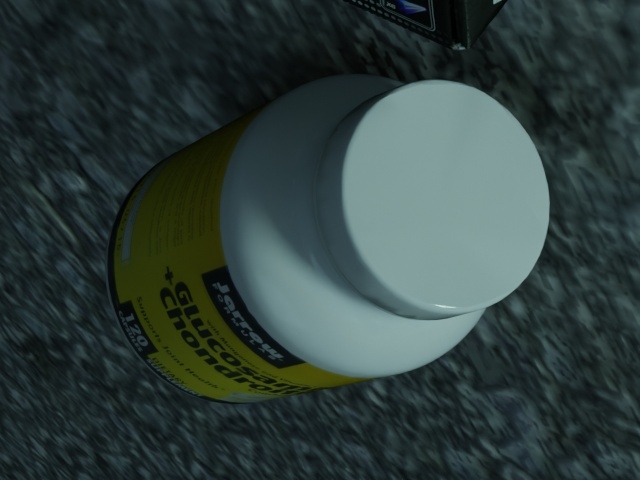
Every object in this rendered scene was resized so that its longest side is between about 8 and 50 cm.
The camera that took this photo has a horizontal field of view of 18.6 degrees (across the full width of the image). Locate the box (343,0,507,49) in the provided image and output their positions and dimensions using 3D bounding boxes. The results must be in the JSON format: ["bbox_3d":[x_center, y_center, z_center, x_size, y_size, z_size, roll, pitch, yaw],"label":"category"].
[{"bbox_3d":[-0.034,-0.155,0.529,0.191,0.045,0.184,27,156,23],"label":"box"}]

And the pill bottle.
[{"bbox_3d":[0.000,0.000,0.681,0.103,0.103,0.184,44,156,-12],"label":"pill bottle"}]
